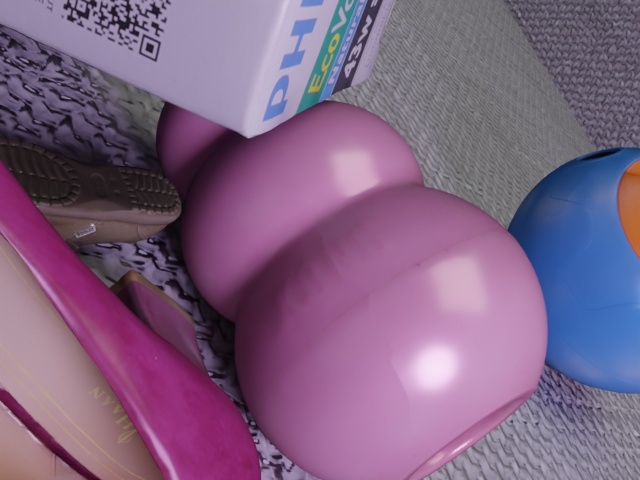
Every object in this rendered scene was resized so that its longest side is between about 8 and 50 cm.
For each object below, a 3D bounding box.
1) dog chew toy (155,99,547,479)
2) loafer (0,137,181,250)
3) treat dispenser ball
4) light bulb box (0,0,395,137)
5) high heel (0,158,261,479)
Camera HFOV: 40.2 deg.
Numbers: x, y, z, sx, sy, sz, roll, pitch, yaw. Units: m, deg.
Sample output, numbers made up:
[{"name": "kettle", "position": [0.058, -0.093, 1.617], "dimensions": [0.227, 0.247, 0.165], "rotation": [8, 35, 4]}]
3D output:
[{"name": "dog chew toy", "position": [0.000, 0.000, 0.603], "dimensions": [0.332, 0.206, 0.206], "rotation": [54, 25, 20]}, {"name": "loafer", "position": [-0.158, -0.021, 0.531], "dimensions": [0.148, 0.050, 0.056], "rotation": [11, 43, -32]}, {"name": "treat dispenser ball", "position": [0.359, 0.035, 1.032], "dimensions": [0.288, 0.288, 0.288], "rotation": [38, 30, -27]}, {"name": "light bulb box", "position": [-0.100, -0.301, 0.485], "dimensions": [0.361, 0.358, 0.225], "rotation": [26, 25, 10]}, {"name": "high heel", "position": [-0.157, 0.041, 0.351], "dimensions": [0.377, 0.127, 0.181], "rotation": [32, 22, -42]}]
